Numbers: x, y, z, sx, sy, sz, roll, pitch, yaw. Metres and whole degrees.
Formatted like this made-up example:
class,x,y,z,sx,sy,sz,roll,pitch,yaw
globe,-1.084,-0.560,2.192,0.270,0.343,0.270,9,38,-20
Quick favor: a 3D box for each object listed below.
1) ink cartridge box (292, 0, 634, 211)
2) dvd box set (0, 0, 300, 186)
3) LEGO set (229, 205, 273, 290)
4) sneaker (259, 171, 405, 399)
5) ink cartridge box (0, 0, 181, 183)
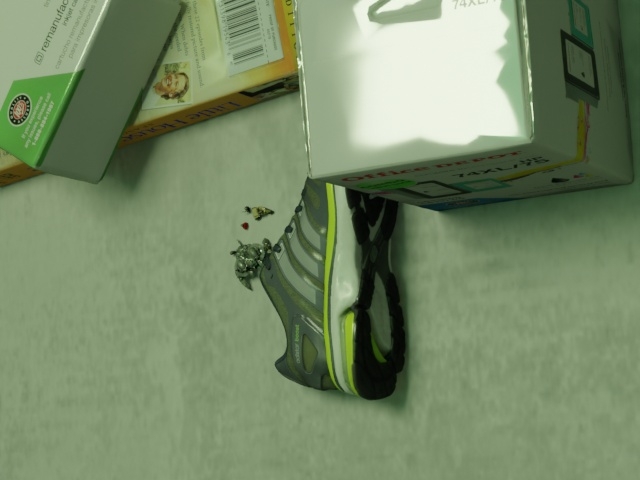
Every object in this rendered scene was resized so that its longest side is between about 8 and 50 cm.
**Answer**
class,x,y,z,sx,sy,sz,roll,pitch,yaw
ink cartridge box,0.125,-0.144,1.400,0.198,0.270,0.197,-8,82,26
dvd box set,-0.202,-0.255,1.694,0.420,0.062,0.307,-17,78,25
LEGO set,-0.069,0.006,1.622,0.054,0.023,0.083,-14,79,25
sneaker,0.000,0.000,1.544,0.121,0.111,0.299,-5,81,30
ink cartridge box,-0.306,-0.208,1.641,0.278,0.117,0.201,30,99,27
